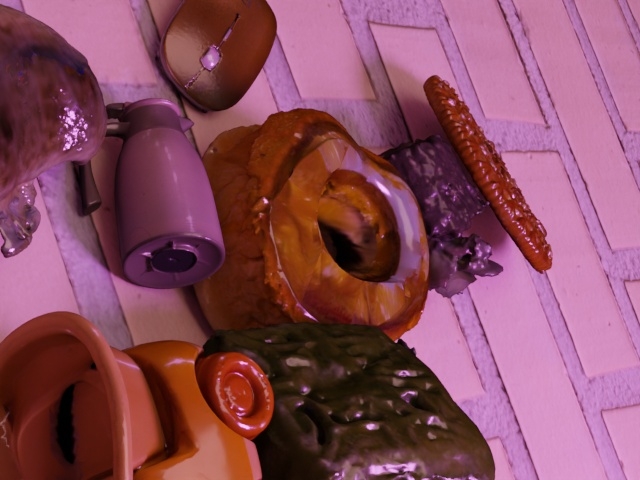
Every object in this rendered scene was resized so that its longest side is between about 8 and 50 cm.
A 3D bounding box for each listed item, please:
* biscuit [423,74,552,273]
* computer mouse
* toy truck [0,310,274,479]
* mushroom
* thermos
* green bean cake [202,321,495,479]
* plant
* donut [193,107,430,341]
[{"bbox_3d":[0.226,-0.091,2.243,0.305,0.038,0.305,56,10,-14],"label":"biscuit"},{"bbox_3d":[-0.116,-0.249,1.991,0.126,0.056,0.245,47,38,-20],"label":"computer mouse"},{"bbox_3d":[-0.158,0.207,1.477,0.211,0.204,0.288,6,66,-47],"label":"toy truck"},{"bbox_3d":[-0.311,-0.110,1.569,0.344,0.130,0.247,-24,82,-56],"label":"mushroom"},{"bbox_3d":[-0.179,-0.059,1.744,0.137,0.105,0.193,-1,59,-19],"label":"thermos"},{"bbox_3d":[0.016,0.197,1.639,0.247,0.156,0.250,2,29,-36],"label":"green bean cake"},{"bbox_3d":[0.134,-0.024,2.082,0.131,0.142,0.203,-19,94,-64],"label":"plant"},{"bbox_3d":[0.000,0.000,1.871,0.330,0.160,0.330,32,44,-37],"label":"donut"}]
